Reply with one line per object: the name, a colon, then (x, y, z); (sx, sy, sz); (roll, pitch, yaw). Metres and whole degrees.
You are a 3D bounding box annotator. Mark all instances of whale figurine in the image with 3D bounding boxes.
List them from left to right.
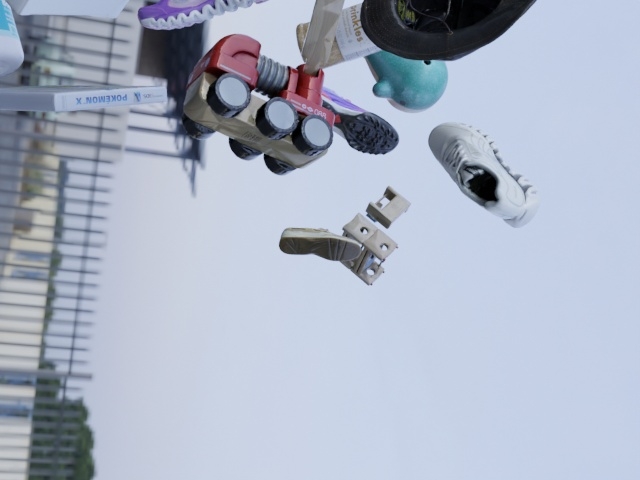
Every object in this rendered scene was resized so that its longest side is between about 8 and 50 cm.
whale figurine: (0.198, -0.445, 2.323); (0.216, 0.272, 0.141); (-53, -175, -25)

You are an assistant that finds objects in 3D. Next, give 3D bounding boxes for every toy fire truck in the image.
toy fire truck: (-0.066, -0.256, 1.387); (0.158, 0.217, 0.246); (-29, -135, 54)

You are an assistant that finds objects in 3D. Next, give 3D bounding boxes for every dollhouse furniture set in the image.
dollhouse furniture set: (0.145, -0.011, 2.284); (0.183, 0.129, 0.129); (-42, 166, -32)

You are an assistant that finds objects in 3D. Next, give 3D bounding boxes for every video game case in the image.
video game case: (-0.519, -0.277, 1.804); (0.329, 0.300, 0.036); (6, -77, 30)

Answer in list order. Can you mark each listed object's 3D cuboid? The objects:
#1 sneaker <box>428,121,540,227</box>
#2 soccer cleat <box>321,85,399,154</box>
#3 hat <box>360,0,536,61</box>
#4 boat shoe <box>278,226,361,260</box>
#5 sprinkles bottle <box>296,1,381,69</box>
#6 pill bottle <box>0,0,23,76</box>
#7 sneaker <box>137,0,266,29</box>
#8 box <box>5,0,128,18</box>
sneaker: (0.292, -0.140, 1.780); (0.292, 0.118, 0.110); (50, -59, 40)
soccer cleat: (0.051, -0.306, 2.246); (0.109, 0.318, 0.116); (-54, -152, 34)
hat: (0.245, -0.410, 1.702); (0.134, 0.331, 0.331); (61, 18, -51)
boat shoe: (0.000, 0.000, 1.534); (0.045, 0.135, 0.050); (-89, -171, -52)
sprinkles bottle: (0.127, -0.485, 2.103); (0.121, 0.355, 0.121); (-16, 90, -75)
pill bottle: (-0.625, -0.422, 1.638); (0.146, 0.146, 0.264); (151, -77, -71)
sneaker: (-0.197, -0.422, 1.557); (0.095, 0.236, 0.105); (-85, 158, -77)
box: (-0.411, -0.491, 1.300); (0.168, 0.345, 0.215); (-45, 170, 27)
